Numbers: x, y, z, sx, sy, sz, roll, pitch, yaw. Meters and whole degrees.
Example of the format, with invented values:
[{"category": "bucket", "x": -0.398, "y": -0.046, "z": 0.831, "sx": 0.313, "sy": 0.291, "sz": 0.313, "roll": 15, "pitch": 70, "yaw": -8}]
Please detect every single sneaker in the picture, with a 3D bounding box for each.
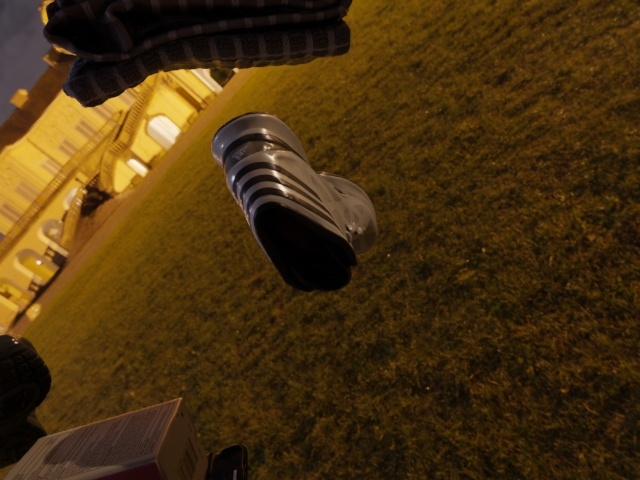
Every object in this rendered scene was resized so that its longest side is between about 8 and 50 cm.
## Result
[{"category": "sneaker", "x": -0.473, "y": 0.222, "z": 0.667, "sx": 0.109, "sy": 0.130, "sz": 0.286, "roll": -14, "pitch": -38, "yaw": -45}, {"category": "sneaker", "x": -0.001, "y": 0.000, "z": 0.785, "sx": 0.169, "sy": 0.448, "sz": 0.257, "roll": -32, "pitch": 57, "yaw": 18}]

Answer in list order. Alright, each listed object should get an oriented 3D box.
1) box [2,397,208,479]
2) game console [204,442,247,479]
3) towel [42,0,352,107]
[{"category": "box", "x": -0.296, "y": 0.339, "z": 0.635, "sx": 0.233, "sy": 0.126, "sz": 0.148, "roll": -16, "pitch": 12, "yaw": 0}, {"category": "game console", "x": -0.156, "y": 0.463, "z": 0.746, "sx": 0.214, "sy": 0.043, "sz": 0.361, "roll": -17, "pitch": 16, "yaw": -4}, {"category": "towel", "x": -0.112, "y": -0.210, "z": 0.431, "sx": 0.235, "sy": 0.121, "sz": 0.283, "roll": -8, "pitch": 25, "yaw": -10}]
